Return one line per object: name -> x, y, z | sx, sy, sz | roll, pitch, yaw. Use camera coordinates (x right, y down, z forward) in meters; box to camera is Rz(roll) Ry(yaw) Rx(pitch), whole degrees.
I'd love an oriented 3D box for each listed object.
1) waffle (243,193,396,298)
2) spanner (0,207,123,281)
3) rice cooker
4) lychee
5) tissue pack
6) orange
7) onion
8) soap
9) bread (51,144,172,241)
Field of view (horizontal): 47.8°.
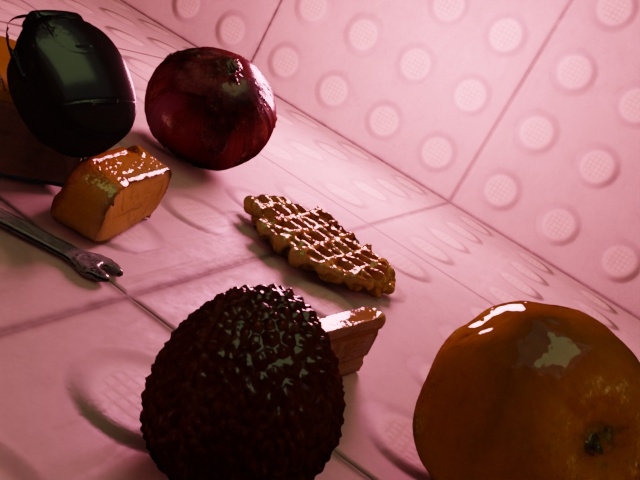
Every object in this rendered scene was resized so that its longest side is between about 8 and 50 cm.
waffle -> -0.002, 0.003, 1.371 | 0.307, 0.060, 0.312 | 17, 22, -39
spanner -> -0.382, -0.025, 0.886 | 0.301, 0.018, 0.071 | 28, 16, -5
rice cooker -> -0.326, -0.204, 0.937 | 0.142, 0.118, 0.203 | -12, 71, -48
lychee -> -0.066, 0.139, 0.647 | 0.194, 0.195, 0.194 | 27, 16, -9
tissue pack -> -0.473, -0.206, 1.065 | 0.192, 0.134, 0.271 | 11, 24, -45
orange -> 0.239, 0.206, 0.820 | 0.279, 0.279, 0.235 | 23, -12, -20
onion -> -0.225, -0.276, 1.496 | 0.276, 0.276, 0.276 | 27, 16, -9
soap -> 0.003, 0.138, 0.911 | 0.037, 0.092, 0.252 | 35, 17, 26
bread -> -0.295, -0.074, 1.034 | 0.094, 0.102, 0.245 | 32, 18, 0
